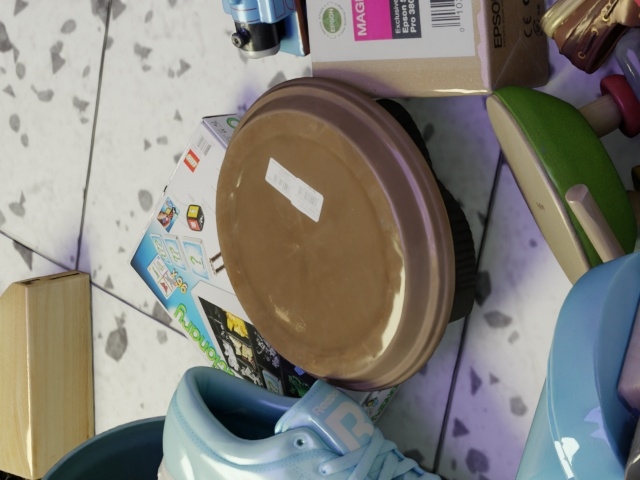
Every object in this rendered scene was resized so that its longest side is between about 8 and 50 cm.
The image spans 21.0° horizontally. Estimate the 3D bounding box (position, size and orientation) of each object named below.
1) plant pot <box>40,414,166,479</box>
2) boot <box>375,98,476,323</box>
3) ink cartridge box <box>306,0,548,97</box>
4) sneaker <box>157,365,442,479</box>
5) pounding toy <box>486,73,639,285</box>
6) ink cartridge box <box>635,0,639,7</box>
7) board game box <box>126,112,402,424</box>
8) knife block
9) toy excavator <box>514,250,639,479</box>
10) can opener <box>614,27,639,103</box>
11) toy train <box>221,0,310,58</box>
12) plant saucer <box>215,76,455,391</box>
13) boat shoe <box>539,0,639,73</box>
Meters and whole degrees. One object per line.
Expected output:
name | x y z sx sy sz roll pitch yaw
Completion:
plant pot | -0.131 0.337 1.622 0.293 0.293 0.196 41 149 29
boot | 0.055 -0.014 1.508 0.137 0.077 0.197 -22 85 58
ink cartridge box | 0.080 -0.236 1.413 0.193 0.088 0.234 2 101 41
sneaker | 0.019 0.204 1.475 0.366 0.135 0.150 14 121 20
pounding toy | 0.221 -0.041 1.298 0.183 0.110 0.237 63 180 -31
ink cartridge box | 0.327 -0.156 1.173 0.176 0.127 0.128 56 130 19
board game box | -0.046 0.053 1.611 0.305 0.053 0.193 49 127 24
knife block | -0.293 0.200 1.846 0.242 0.088 0.275 56 129 18
toy excavator | 0.230 0.207 1.219 0.445 0.222 0.433 -19 124 41
can opener | 0.294 -0.029 1.241 0.076 0.095 0.283 -29 90 40
toy train | -0.047 -0.241 1.496 0.080 0.105 0.184 20 131 39
plant saucer | 0.000 0.000 1.470 0.278 0.041 0.277 20 118 43
boat shoe | 0.239 -0.190 1.296 0.060 0.064 0.178 58 137 11
